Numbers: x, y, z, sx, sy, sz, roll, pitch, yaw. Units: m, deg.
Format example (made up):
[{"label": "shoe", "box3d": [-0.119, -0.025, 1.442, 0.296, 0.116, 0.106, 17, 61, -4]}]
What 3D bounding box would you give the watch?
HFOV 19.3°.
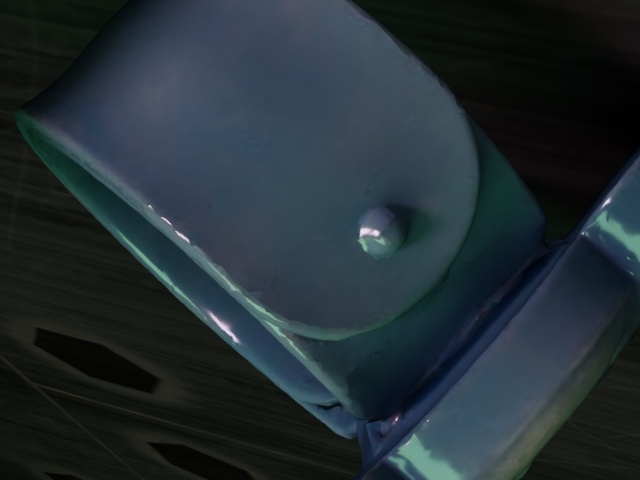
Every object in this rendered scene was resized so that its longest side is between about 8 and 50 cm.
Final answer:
[{"label": "watch", "box3d": [0.000, 0.000, 0.609, 0.193, 0.211, 0.211, 42, 161, 4]}]
